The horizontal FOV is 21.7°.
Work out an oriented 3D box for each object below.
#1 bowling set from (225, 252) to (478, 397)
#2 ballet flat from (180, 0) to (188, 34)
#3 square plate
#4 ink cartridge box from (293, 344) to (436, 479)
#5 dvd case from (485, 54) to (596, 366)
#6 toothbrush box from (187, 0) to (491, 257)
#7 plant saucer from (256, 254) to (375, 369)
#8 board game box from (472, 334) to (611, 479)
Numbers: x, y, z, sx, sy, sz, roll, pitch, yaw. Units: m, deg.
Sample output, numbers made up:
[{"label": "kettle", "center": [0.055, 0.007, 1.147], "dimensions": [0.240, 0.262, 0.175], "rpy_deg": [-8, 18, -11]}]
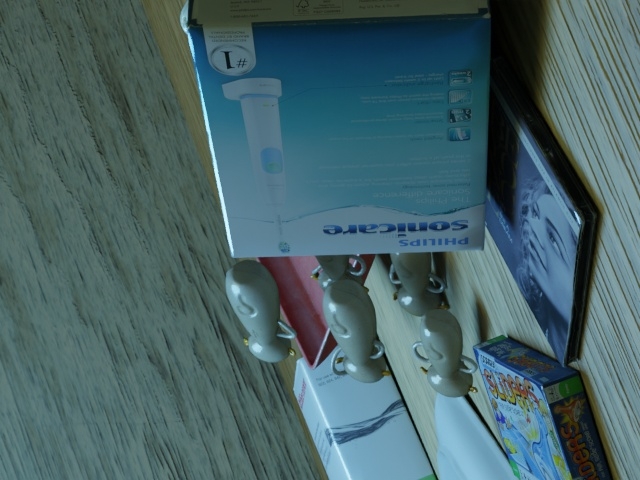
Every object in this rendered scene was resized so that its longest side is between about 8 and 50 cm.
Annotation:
[{"label": "bowling set", "center": [0.063, 0.048, 1.775], "dimensions": [0.287, 0.200, 0.154], "rpy_deg": [16, 147, 24]}, {"label": "ballet flat", "center": [-0.091, -0.245, 1.980], "dimensions": [0.400, 0.139, 0.139], "rpy_deg": [-123, 16, -49]}, {"label": "square plate", "center": [0.209, 0.373, 1.839], "dimensions": [0.347, 0.049, 0.344], "rpy_deg": [-122, 14, -51]}, {"label": "ink cartridge box", "center": [0.066, 0.287, 2.289], "dimensions": [0.198, 0.114, 0.273], "rpy_deg": [99, 149, -71]}, {"label": "dvd case", "center": [0.170, -0.019, 1.335], "dimensions": [0.221, 0.018, 0.164], "rpy_deg": [85, 163, -57]}, {"label": "toothbrush box", "center": [0.022, -0.117, 1.303], "dimensions": [0.295, 0.216, 0.126], "rpy_deg": [82, -173, -54]}, {"label": "plant saucer", "center": [0.000, -0.024, 1.994], "dimensions": [0.258, 0.047, 0.259], "rpy_deg": [62, 144, 41]}, {"label": "board game box", "center": [0.199, 0.166, 1.494], "dimensions": [0.201, 0.035, 0.136], "rpy_deg": [-156, 47, -78]}]
